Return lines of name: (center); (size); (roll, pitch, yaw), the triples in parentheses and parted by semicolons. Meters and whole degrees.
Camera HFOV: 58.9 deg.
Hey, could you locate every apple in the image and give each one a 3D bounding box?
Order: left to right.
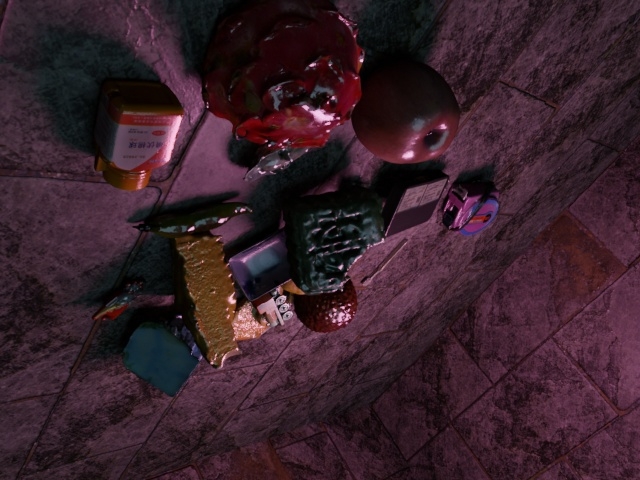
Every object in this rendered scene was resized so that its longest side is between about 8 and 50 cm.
apple: (0.238, -0.344, 1.568); (0.306, 0.235, 0.306); (-25, 147, -17)

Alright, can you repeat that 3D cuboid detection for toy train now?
toy train: (-0.171, 0.244, 2.029); (0.118, 0.074, 0.176); (-30, 137, -14)

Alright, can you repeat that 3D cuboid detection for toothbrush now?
toothbrush: (0.278, 0.098, 2.463); (0.294, 0.026, 0.028); (-47, 148, 19)

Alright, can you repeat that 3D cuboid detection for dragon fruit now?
dragon fruit: (-0.056, -0.349, 1.272); (0.371, 0.249, 0.386); (-41, 148, 20)

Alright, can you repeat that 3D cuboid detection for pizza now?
pizza: (-0.294, 0.307, 2.117); (0.204, 0.080, 0.188); (-43, 136, -7)

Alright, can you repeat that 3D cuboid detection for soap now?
soap: (-0.322, 0.163, 1.656); (0.169, 0.304, 0.339); (-23, 149, -28)

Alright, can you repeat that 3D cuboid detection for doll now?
doll: (-0.582, 0.169, 1.653); (0.169, 0.057, 0.109); (-51, 167, 2)

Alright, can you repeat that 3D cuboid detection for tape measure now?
tape measure: (0.623, -0.146, 2.356); (0.231, 0.149, 0.245); (-10, 135, -33)

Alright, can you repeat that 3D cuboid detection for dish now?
dish: (-0.174, 0.064, 1.862); (0.243, 0.080, 0.182); (-28, 117, -9)

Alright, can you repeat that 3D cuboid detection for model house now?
model house: (-0.481, 0.323, 1.886); (0.261, 0.226, 0.241); (-51, -176, 32)

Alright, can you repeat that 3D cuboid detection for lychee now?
lychee: (0.017, 0.229, 2.170); (0.260, 0.260, 0.260); (-26, 149, -17)

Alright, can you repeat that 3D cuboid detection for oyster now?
oyster: (-0.099, -0.247, 1.510); (0.199, 0.087, 0.252); (-19, 156, -44)

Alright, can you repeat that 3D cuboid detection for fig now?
fig: (-0.087, 0.150, 2.027); (0.159, 0.159, 0.257); (-15, 142, -31)

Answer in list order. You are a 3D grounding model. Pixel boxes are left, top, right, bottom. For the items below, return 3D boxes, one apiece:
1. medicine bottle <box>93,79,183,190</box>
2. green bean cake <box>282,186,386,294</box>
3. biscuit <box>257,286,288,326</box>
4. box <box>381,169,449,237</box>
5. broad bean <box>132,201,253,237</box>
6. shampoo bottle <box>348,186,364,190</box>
medicine bottle: (-0.397, -0.221, 1.214); (0.149, 0.112, 0.222); (-9, 141, -39)
green bean cake: (0.050, 0.001, 1.775); (0.308, 0.169, 0.300); (-11, 108, -14)
biscuit: (-0.178, 0.212, 2.075); (0.153, 0.030, 0.234); (-3, 116, -42)
box: (0.338, -0.139, 2.056); (0.350, 0.058, 0.211); (-17, 135, -50)
broad bean: (-0.344, -0.054, 1.563); (0.339, 0.061, 0.077); (-15, 133, -32)
shampoo bottle: (0.152, -0.078, 1.999); (0.101, 0.101, 0.284); (-33, 151, -4)
